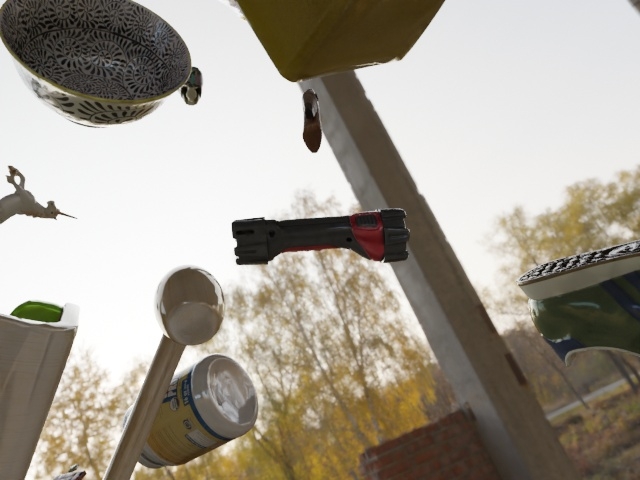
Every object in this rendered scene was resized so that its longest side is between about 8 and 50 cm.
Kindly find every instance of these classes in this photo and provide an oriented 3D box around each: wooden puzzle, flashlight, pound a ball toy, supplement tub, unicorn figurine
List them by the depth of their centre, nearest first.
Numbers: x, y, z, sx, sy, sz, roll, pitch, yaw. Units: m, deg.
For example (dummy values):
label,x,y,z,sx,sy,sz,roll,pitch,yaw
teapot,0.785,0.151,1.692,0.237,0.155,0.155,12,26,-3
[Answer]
label,x,y,z,sx,sy,sz,roll,pitch,yaw
pound a ball toy,-0.194,0.144,0.335,0.208,0.319,0.136,21,-2,-19
wooden puzzle,-0.299,0.284,0.683,0.049,0.006,0.083,-19,15,24
unicorn figurine,-0.513,-0.064,1.009,0.162,0.060,0.111,-25,-51,-23
supplement tub,-0.222,0.293,1.021,0.200,0.144,0.144,-32,-22,22
flashlight,0.000,0.000,1.069,0.304,0.103,0.103,-5,5,-4

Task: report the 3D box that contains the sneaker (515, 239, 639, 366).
label,x,y,z,sx,sy,sz,roll,pitch,yaw
sneaker,0.244,0.044,0.426,0.192,0.086,0.064,-18,4,38

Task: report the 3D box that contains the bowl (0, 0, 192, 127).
label,x,y,z,sx,sy,sz,roll,pitch,yaw
bowl,-0.217,-0.161,0.579,0.170,0.170,0.080,-9,-33,-35

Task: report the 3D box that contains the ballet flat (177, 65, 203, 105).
label,x,y,z,sx,sy,sz,roll,pitch,yaw
ballet flat,-0.202,-0.231,0.932,0.041,0.041,0.114,-19,-2,-14

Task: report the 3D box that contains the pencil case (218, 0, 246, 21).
label,x,y,z,sx,sy,sz,roll,pitch,yaw
pencil case,-0.147,-0.450,1.020,0.114,0.124,0.273,-19,1,14

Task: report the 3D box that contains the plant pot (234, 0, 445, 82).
label,x,y,z,sx,sy,sz,roll,pitch,yaw
plant pot,0.032,-0.307,0.579,0.212,0.212,0.187,-27,-6,-44

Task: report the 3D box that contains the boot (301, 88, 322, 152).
label,x,y,z,sx,sy,sz,roll,pitch,yaw
boot,-0.016,-0.253,1.248,0.042,0.087,0.118,-1,-52,6
